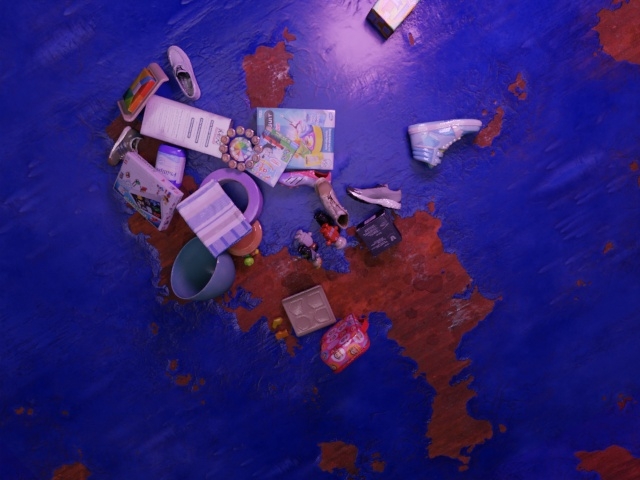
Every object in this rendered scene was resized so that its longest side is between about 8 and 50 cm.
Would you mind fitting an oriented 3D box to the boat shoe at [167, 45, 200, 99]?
[{"bbox_3d":[-0.571,-0.701,1.683,0.079,0.081,0.228,-22,104,2],"label":"boat shoe"}]

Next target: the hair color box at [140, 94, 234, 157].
[{"bbox_3d":[-0.563,-0.485,1.723,0.346,0.105,0.174,16,102,-7],"label":"hair color box"}]

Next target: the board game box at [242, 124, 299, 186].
[{"bbox_3d":[-0.212,-0.360,1.726,0.160,0.039,0.212,32,103,-8],"label":"board game box"}]

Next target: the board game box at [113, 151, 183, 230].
[{"bbox_3d":[-0.743,-0.212,1.730,0.305,0.053,0.193,40,114,11],"label":"board game box"}]

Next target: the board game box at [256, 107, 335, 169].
[{"bbox_3d":[-0.108,-0.444,1.773,0.335,0.079,0.254,0,103,-4],"label":"board game box"}]

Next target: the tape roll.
[{"bbox_3d":[-0.397,-0.175,1.781,0.274,0.090,0.275,0,89,2],"label":"tape roll"}]

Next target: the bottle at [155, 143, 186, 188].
[{"bbox_3d":[-0.670,-0.275,1.773,0.118,0.092,0.283,15,102,-3],"label":"bottle"}]

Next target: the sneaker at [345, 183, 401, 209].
[{"bbox_3d":[0.246,-0.214,1.848,0.271,0.100,0.108,11,93,-12],"label":"sneaker"}]

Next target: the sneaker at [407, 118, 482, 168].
[{"bbox_3d":[0.553,-0.427,1.796,0.318,0.127,0.209,-4,102,8],"label":"sneaker"}]

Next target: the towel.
[{"bbox_3d":[-0.446,-0.096,1.696,0.209,0.034,0.285,-38,84,-10],"label":"towel"}]

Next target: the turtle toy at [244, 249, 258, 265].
[{"bbox_3d":[-0.339,0.052,1.885,0.095,0.066,0.131,-7,104,-2],"label":"turtle toy"}]

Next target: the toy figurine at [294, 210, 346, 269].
[{"bbox_3d":[0.000,0.000,1.823,0.209,0.213,0.148,-43,118,10],"label":"toy figurine"}]

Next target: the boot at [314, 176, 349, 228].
[{"bbox_3d":[0.054,-0.162,1.768,0.077,0.165,0.213,-29,134,-4],"label":"boot"}]

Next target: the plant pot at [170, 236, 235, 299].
[{"bbox_3d":[-0.496,0.146,1.815,0.290,0.290,0.195,-46,140,8],"label":"plant pot"}]

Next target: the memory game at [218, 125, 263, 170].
[{"bbox_3d":[-0.336,-0.384,1.694,0.185,0.012,0.187,0,103,1],"label":"memory game"}]

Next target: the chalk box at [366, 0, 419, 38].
[{"bbox_3d":[0.313,-0.968,1.646,0.132,0.132,0.213,40,97,-11],"label":"chalk box"}]

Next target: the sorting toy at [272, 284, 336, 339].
[{"bbox_3d":[-0.100,0.364,1.992,0.306,0.041,0.229,-22,108,2],"label":"sorting toy"}]

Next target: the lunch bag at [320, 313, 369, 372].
[{"bbox_3d":[0.124,0.461,1.896,0.258,0.293,0.120,-42,98,7],"label":"lunch bag"}]

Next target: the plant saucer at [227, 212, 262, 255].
[{"bbox_3d":[-0.366,-0.030,1.840,0.199,0.037,0.200,-1,80,5],"label":"plant saucer"}]

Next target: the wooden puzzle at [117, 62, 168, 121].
[{"bbox_3d":[-0.732,-0.611,1.638,0.238,0.221,0.044,-44,138,5],"label":"wooden puzzle"}]

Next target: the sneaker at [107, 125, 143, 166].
[{"bbox_3d":[-0.840,-0.392,1.749,0.086,0.064,0.192,31,97,-5],"label":"sneaker"}]

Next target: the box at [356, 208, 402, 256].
[{"bbox_3d":[0.272,-0.036,1.873,0.155,0.093,0.158,-32,103,17],"label":"box"}]

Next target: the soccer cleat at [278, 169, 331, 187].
[{"bbox_3d":[-0.074,-0.283,1.803,0.247,0.083,0.095,8,131,-10],"label":"soccer cleat"}]
